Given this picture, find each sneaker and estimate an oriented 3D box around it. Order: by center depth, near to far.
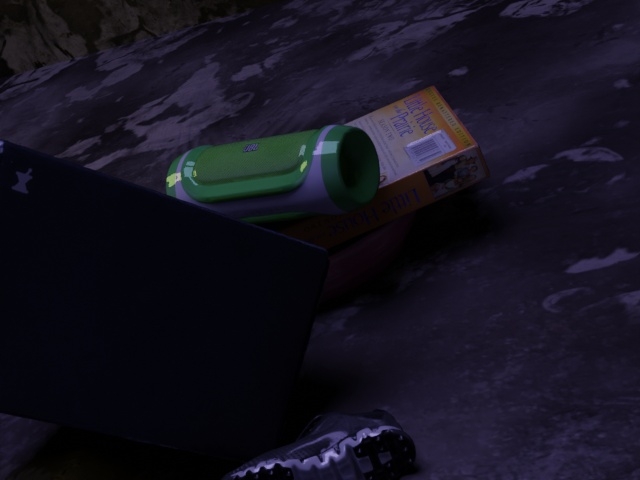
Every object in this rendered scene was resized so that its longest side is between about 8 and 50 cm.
[{"bbox_3d":[-0.007,0.254,1.654,0.234,0.078,0.106,-19,21,3],"label":"sneaker"}]

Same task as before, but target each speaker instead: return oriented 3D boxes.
[{"bbox_3d":[-0.070,-0.085,1.992,0.297,0.131,0.131,-6,30,34],"label":"speaker"}]

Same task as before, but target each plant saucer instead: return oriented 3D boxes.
[{"bbox_3d":[0.000,0.000,2.157,0.332,0.084,0.332,-20,24,9],"label":"plant saucer"}]

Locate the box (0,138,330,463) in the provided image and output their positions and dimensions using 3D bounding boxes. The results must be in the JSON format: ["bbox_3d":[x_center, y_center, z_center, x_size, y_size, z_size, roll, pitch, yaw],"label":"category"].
[{"bbox_3d":[-0.335,0.061,1.793,0.472,0.480,0.297,7,81,52],"label":"box"}]

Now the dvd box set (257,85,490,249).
[{"bbox_3d":[0.019,-0.084,2.133,0.420,0.062,0.307,-24,24,1],"label":"dvd box set"}]
